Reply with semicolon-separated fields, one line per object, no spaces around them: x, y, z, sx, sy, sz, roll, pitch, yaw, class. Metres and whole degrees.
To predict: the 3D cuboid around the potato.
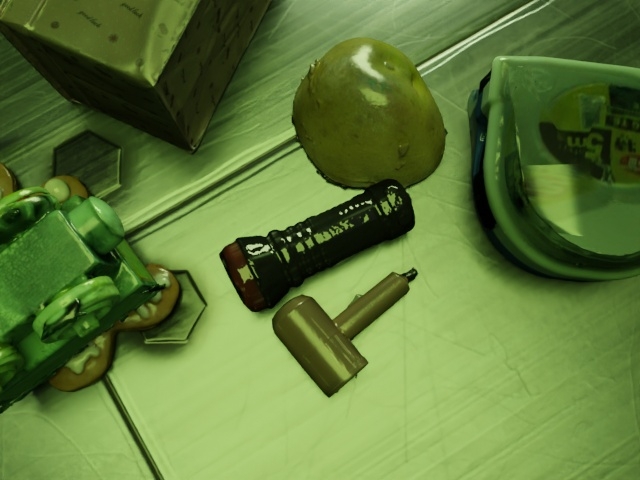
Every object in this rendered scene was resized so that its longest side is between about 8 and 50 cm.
0.063;-0.163;0.898;0.182;0.117;0.202;-31;79;-9;potato

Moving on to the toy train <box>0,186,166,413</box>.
-0.307;0.063;0.766;0.271;0.188;0.159;-38;83;0;toy train

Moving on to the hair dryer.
0.043;0.085;0.877;0.181;0.064;0.117;-37;79;-15;hair dryer

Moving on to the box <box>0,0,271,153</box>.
-0.184;-0.290;0.865;0.190;0.225;0.297;26;81;6;box

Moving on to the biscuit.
-0.351;0.020;0.891;0.339;0.047;0.216;44;80;8;biscuit

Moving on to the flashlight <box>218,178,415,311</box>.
0.000;0.000;0.882;0.231;0.093;0.093;-26;79;-11;flashlight

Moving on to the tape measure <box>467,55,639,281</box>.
0.305;-0.081;0.869;0.259;0.138;0.262;6;78;3;tape measure
